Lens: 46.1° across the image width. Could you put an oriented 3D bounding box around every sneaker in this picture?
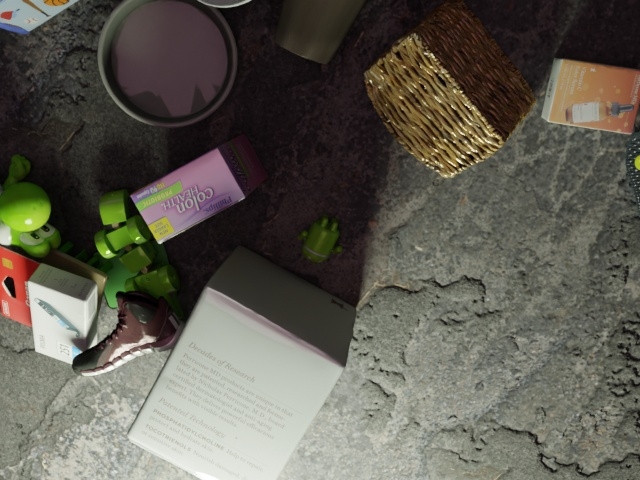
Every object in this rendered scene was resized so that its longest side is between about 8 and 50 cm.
[{"bbox_3d":[-0.461,0.195,1.718,0.281,0.106,0.162,-21,117,2],"label":"sneaker"},{"bbox_3d":[0.706,-0.134,1.588,0.082,0.069,0.209,-16,95,-22],"label":"sneaker"}]

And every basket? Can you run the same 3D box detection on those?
[{"bbox_3d":[0.263,-0.309,1.571,0.299,0.223,0.213,48,138,-7],"label":"basket"},{"bbox_3d":[0.003,-0.490,1.526,0.204,0.154,0.227,34,113,21],"label":"basket"}]

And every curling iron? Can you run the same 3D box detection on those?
[{"bbox_3d":[-0.371,-0.380,1.658,0.068,0.035,0.274,-24,101,13],"label":"curling iron"}]

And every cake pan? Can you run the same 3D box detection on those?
[{"bbox_3d":[-0.324,-0.390,1.612,0.293,0.054,0.293,-1,100,-5],"label":"cake pan"}]

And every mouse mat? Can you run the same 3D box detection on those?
[{"bbox_3d":[-0.445,0.081,1.809,0.189,0.007,0.152,-11,104,11],"label":"mouse mat"}]

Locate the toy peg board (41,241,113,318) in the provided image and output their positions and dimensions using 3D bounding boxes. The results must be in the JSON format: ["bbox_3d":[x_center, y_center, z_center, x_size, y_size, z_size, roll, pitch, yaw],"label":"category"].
[{"bbox_3d":[-0.580,0.094,1.800,0.161,0.079,0.161,26,123,4],"label":"toy peg board"}]

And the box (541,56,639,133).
[{"bbox_3d":[0.556,-0.298,1.538,0.170,0.091,0.130,9,106,5],"label":"box"}]

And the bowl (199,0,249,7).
[{"bbox_3d":[-0.155,-0.609,1.497,0.298,0.134,0.298,5,101,28],"label":"bowl"}]

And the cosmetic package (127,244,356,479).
[{"bbox_3d":[-0.158,0.285,1.662,0.327,0.329,0.394,29,106,-1],"label":"cosmetic package"}]

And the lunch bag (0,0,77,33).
[{"bbox_3d":[-0.605,-0.658,1.473,0.328,0.239,0.385,-14,84,30],"label":"lunch bag"}]

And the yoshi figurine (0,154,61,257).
[{"bbox_3d":[-0.731,-0.110,1.677,0.362,0.203,0.203,32,83,7],"label":"yoshi figurine"}]

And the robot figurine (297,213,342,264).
[{"bbox_3d":[0.000,0.000,1.700,0.101,0.067,0.115,23,107,-12],"label":"robot figurine"}]

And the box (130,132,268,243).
[{"bbox_3d":[-0.251,-0.118,1.608,0.213,0.243,0.117,-26,101,14],"label":"box"}]

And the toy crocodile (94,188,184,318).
[{"bbox_3d":[-0.416,0.043,1.748,0.115,0.105,0.340,-23,106,13],"label":"toy crocodile"}]

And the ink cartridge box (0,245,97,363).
[{"bbox_3d":[-0.653,0.160,1.755,0.261,0.066,0.296,20,138,1],"label":"ink cartridge box"}]
